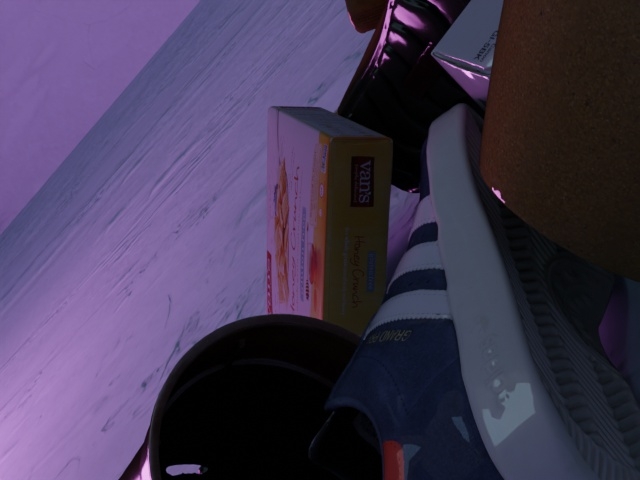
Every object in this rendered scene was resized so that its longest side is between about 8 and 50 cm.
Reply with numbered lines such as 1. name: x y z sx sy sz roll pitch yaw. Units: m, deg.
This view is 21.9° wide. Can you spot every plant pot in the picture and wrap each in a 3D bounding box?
1. plant pot: 0.178 -0.114 0.735 0.254 0.237 0.237 -62 10 21
2. plant pot: -0.039 0.147 0.907 0.165 0.167 0.167 -47 13 55

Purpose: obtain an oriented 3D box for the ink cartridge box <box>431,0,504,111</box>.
1. ink cartridge box: 0.138 -0.092 0.873 0.099 0.135 0.056 -52 36 -5

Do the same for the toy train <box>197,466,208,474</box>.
1. toy train: -0.120 0.223 1.228 0.158 0.027 0.036 -46 26 24

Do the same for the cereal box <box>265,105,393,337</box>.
1. cereal box: 0.000 0.000 1.159 0.240 0.047 0.173 -143 54 -76

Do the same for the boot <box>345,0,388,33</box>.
1. boot: 0.161 -0.282 1.252 0.280 0.096 0.264 -16 47 34

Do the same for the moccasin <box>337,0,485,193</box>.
1. moccasin: 0.126 -0.149 1.090 0.147 0.139 0.380 -48 -7 -22

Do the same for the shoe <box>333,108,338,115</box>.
1. shoe: 0.027 -0.077 1.369 0.219 0.077 0.058 -44 22 40

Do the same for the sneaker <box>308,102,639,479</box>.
1. sneaker: 0.063 0.054 0.827 0.148 0.131 0.350 -43 17 21
